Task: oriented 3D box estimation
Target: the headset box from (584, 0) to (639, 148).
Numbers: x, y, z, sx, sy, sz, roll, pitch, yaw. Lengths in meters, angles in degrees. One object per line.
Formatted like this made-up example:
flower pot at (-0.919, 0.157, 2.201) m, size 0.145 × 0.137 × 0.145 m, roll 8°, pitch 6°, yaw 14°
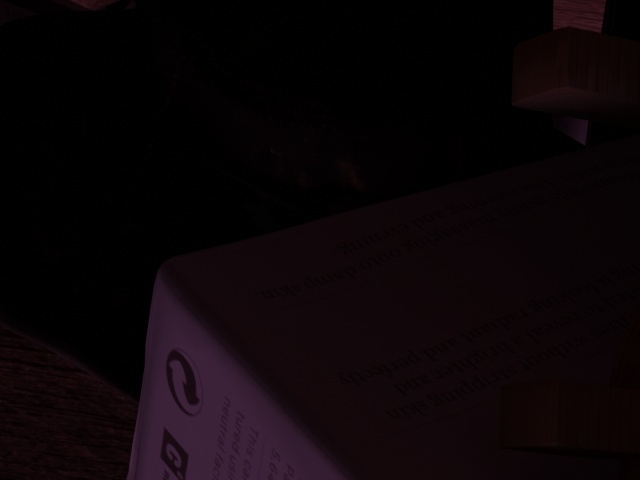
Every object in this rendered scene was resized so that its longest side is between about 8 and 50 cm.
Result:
headset box at (0.259, -0.030, 0.746) m, size 0.246 × 0.131 × 0.283 m, roll 8°, pitch 179°, yaw 24°

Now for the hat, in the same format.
hat at (0.011, -0.053, 0.757) m, size 0.331 × 0.134 × 0.331 m, roll 15°, pitch -150°, yaw -9°

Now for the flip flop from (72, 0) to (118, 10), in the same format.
flip flop at (-0.083, -0.109, 0.586) m, size 0.277 × 0.080 × 0.112 m, roll 7°, pitch 178°, yaw 35°

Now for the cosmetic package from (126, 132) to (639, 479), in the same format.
cosmetic package at (0.135, 0.141, 0.486) m, size 0.217 × 0.156 × 0.385 m, roll -14°, pitch -138°, yaw -31°

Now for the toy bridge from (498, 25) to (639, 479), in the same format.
toy bridge at (0.077, -0.036, 0.468) m, size 0.063 × 0.188 × 0.026 m, roll 8°, pitch 169°, yaw -27°

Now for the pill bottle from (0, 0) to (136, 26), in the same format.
pill bottle at (-0.195, -0.072, 0.895) m, size 0.169 × 0.169 × 0.301 m, roll 7°, pitch 178°, yaw 25°

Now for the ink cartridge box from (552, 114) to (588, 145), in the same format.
ink cartridge box at (0.181, 0.011, 1.208) m, size 0.119 × 0.207 × 0.353 m, roll 5°, pitch 179°, yaw -17°
